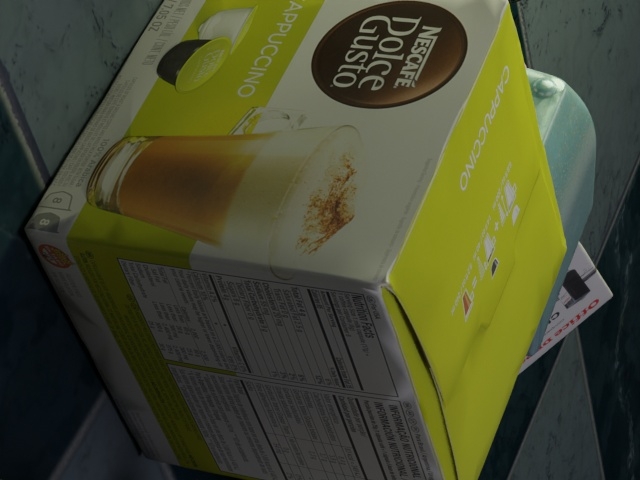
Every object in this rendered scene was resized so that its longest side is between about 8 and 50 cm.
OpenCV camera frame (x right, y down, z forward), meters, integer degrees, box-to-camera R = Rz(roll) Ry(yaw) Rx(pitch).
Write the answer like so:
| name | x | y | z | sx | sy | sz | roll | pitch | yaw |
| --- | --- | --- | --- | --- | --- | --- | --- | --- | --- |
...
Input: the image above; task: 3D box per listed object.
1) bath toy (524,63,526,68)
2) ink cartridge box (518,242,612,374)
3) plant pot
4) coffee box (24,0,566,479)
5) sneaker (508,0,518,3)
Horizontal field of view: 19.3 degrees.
| name | x | y | z | sx | sy | sz | roll | pitch | yaw |
| --- | --- | --- | --- | --- | --- | --- | --- | --- | --- |
| bath toy | 0.189 | -0.208 | 2.295 | 0.151 | 0.129 | 0.348 | -62 | 148 | -31 |
| ink cartridge box | 0.237 | 0.051 | 2.386 | 0.197 | 0.114 | 0.273 | -40 | 151 | 3 |
| plant pot | 0.170 | -0.070 | 2.073 | 0.252 | 0.248 | 0.247 | 93 | 18 | -54 |
| coffee box | 0.000 | 0.000 | 1.695 | 0.338 | 0.334 | 0.338 | 70 | 36 | -46 |
| sneaker | 0.138 | -0.395 | 2.036 | 0.343 | 0.134 | 0.146 | 53 | 42 | -30 |
